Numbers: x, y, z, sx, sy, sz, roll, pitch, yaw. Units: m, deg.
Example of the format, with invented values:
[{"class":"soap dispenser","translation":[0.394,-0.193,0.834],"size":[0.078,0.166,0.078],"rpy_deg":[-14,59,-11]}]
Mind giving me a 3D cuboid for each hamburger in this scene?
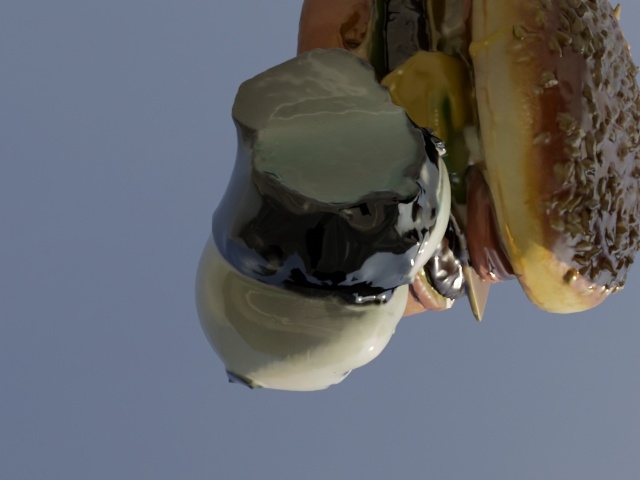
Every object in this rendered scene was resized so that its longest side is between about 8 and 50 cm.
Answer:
[{"class":"hamburger","translation":[0.115,-0.079,1.260],"size":[0.225,0.291,0.291],"rpy_deg":[-8,-134,16]}]

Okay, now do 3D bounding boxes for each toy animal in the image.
[{"class":"toy animal","translation":[0.000,0.000,1.067],"size":[0.138,0.179,0.166],"rpy_deg":[14,-147,1]}]
